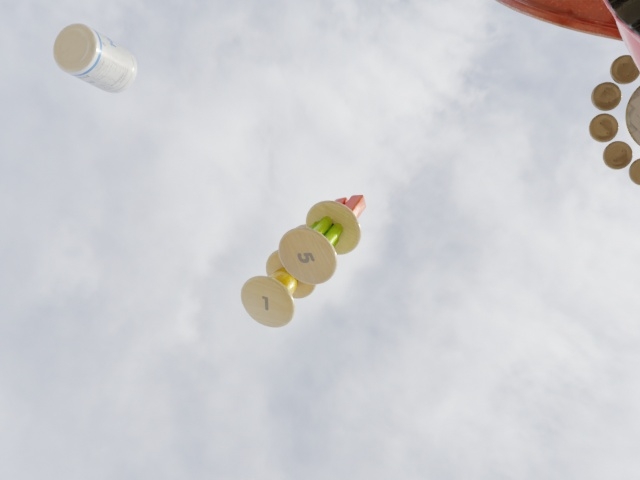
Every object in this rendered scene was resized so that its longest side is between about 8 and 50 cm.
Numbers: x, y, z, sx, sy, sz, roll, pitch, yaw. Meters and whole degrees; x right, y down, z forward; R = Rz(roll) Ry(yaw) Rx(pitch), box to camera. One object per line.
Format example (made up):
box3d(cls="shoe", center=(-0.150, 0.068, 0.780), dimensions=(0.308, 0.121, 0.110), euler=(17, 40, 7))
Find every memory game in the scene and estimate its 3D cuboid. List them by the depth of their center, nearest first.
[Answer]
box3d(cls="memory game", center=(0.429, -0.157, 0.979), dimensions=(0.186, 0.012, 0.186), euler=(1, -83, 9))

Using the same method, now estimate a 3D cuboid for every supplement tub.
box3d(cls="supplement tub", center=(-0.311, -0.251, 1.087), dimensions=(0.071, 0.107, 0.071), euler=(-2, -95, 18))

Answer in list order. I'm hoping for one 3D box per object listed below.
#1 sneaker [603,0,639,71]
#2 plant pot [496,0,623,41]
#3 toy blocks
box3d(cls="sneaker", center=(0.307, -0.126, 0.584), dimensions=(0.116, 0.136, 0.314), euler=(-28, -79, 23))
box3d(cls="plant pot", center=(0.317, -0.345, 0.725), dimensions=(0.272, 0.272, 0.265), euler=(9, -60, 1))
box3d(cls="toy blocks", center=(0.000, 0.000, 0.716), dimensions=(0.054, 0.148, 0.123), euler=(41, -52, -1))
